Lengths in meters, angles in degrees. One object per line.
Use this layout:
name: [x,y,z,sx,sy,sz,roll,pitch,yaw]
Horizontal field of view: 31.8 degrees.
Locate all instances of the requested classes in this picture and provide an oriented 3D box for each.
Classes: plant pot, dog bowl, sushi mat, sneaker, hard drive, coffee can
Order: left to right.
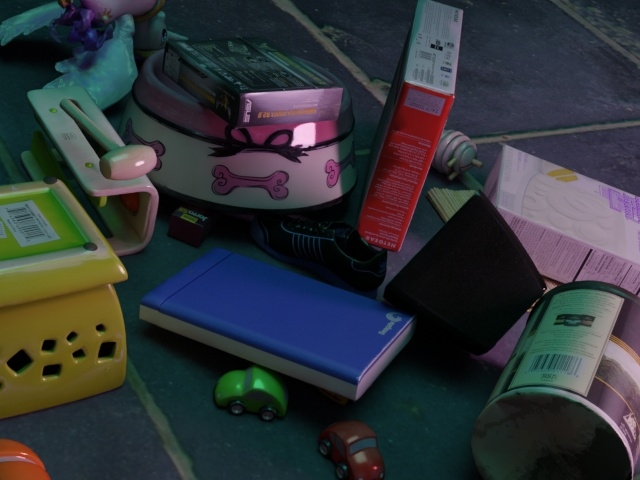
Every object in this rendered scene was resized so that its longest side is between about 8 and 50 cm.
plant pot: [-0.370,0.058,1.372,0.227,0.207,0.228,-12,43,-34]
dog bowl: [-0.127,-0.198,1.828,0.408,0.150,0.408,8,28,-4]
hard drive: [-0.053,0.104,1.523,0.319,0.040,0.210,18,26,19]
sneaker: [0.000,0.000,1.710,0.232,0.090,0.081,28,36,15]
plant pot: [0.215,0.062,1.604,0.167,0.187,0.188,43,-5,8]
sushi mat: [0.307,0.011,1.891,0.151,0.019,0.316,0,38,-25]
coffee can: [0.333,0.205,1.473,0.202,0.201,0.275,26,36,12]

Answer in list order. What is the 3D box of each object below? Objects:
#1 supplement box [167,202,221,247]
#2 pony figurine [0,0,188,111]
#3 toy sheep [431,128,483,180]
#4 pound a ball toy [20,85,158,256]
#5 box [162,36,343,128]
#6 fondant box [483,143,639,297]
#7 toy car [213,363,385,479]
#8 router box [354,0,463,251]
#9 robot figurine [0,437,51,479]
supplement box: [-0.191,-0.034,1.717,0.055,0.043,0.083,22,35,6]
pony figurine: [-0.378,-0.400,1.940,0.351,0.363,0.303,-27,59,-26]
toy sheep: [0.238,-0.157,2.037,0.132,0.091,0.091,32,37,29]
pound a ball toy: [-0.320,-0.125,1.644,0.136,0.208,0.319,-9,42,-33]
box: [-0.106,-0.243,1.698,0.183,0.056,0.231,-9,33,-36]
fondant box: [0.438,-0.019,1.899,0.330,0.096,0.238,22,32,-1]
toy car: [-0.024,0.203,1.451,0.225,0.053,0.239,12,35,-8]
router box: [0.147,-0.199,1.865,0.082,0.301,0.335,16,35,-1]
robot figurine: [-0.322,0.292,1.139,0.158,0.128,0.219,-24,49,-16]
